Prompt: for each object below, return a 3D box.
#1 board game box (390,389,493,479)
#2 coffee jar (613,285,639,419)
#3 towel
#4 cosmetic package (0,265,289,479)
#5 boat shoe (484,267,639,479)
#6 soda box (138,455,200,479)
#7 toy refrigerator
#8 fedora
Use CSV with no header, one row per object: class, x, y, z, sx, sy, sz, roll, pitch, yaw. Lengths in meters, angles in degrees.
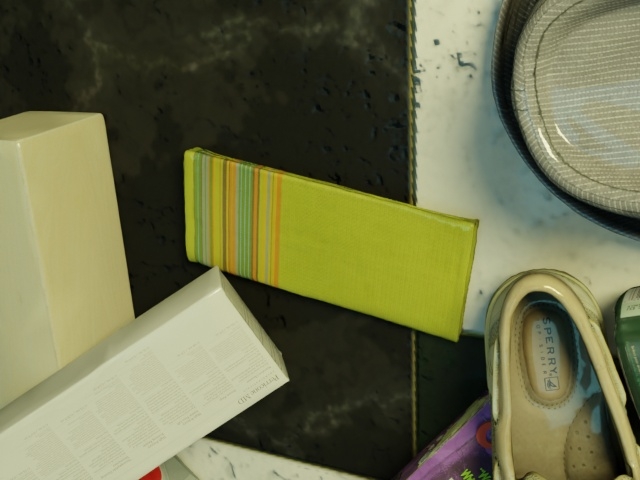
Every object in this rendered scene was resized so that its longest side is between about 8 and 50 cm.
board game box,0.166,0.305,0.642,0.208,0.056,0.347,-43,86,5
coffee jar,0.275,0.059,0.526,0.184,0.079,0.096,-15,99,32
towel,0.000,0.000,0.686,0.237,0.021,0.102,16,121,21
cosmetic package,-0.152,0.129,0.713,0.239,0.060,0.099,-33,108,1
boat shoe,0.159,0.168,0.569,0.109,0.098,0.302,-9,87,14
soda box,-0.238,0.300,0.881,0.091,0.098,0.286,45,122,5
toy refrigerator,-0.232,0.032,0.770,0.094,0.102,0.270,5,112,26
fedora,0.213,-0.091,0.473,0.275,0.124,0.244,6,112,26
